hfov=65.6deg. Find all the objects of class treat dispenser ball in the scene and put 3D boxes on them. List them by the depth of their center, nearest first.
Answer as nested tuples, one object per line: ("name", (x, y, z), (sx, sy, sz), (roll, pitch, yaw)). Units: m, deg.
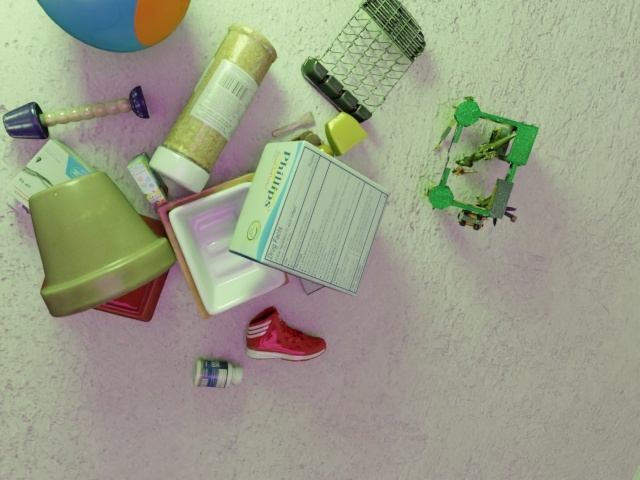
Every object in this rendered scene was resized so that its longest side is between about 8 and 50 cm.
("treat dispenser ball", (-0.376, -0.492, 0.893), (0.287, 0.288, 0.289), (-5, 107, -16))

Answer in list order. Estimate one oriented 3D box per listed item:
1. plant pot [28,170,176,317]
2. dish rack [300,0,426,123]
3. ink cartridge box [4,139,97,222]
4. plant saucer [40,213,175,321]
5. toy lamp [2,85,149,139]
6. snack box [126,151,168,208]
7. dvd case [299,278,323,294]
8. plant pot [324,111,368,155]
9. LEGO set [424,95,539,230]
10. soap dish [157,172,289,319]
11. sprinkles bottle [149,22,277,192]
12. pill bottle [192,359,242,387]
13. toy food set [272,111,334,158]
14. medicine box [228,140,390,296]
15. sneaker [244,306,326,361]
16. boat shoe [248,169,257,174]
("plant pot", (-0.456, -0.007, 0.995), (0.262, 0.263, 0.230), (-24, 102, -9))
("dish rack", (0.112, -0.438, 1.180), (0.208, 0.074, 0.272), (38, 91, -24))
("ink cartridge box", (-0.583, -0.114, 1.059), (0.104, 0.060, 0.180), (42, 91, -14))
("plant saucer", (-0.484, 0.055, 1.156), (0.258, 0.048, 0.259), (19, 99, -21))
("toy lamp", (-0.506, -0.266, 1.037), (0.274, 0.080, 0.080), (-16, 110, -15))
("snack box", (-0.373, -0.134, 1.081), (0.037, 0.141, 0.100), (-31, 113, -5))
("dvd case", (0.000, 0.000, 1.295), (0.180, 0.022, 0.253), (-25, 114, -8))
("plant pot", (0.054, -0.263, 1.210), (0.081, 0.081, 0.083), (-37, 101, -4))
("LEGO set", (0.421, -0.204, 1.318), (0.254, 0.192, 0.332), (9, 102, 11))
("soap dish", (-0.224, 0.011, 1.172), (0.228, 0.118, 0.291), (-23, 112, -17))
("sprinkles bottle", (-0.226, -0.280, 1.064), (0.121, 0.121, 0.356), (31, 85, -23))
("pill bottle", (-0.268, 0.350, 1.299), (0.120, 0.067, 0.067), (10, 103, -20))
("toy food set", (-0.032, -0.202, 1.221), (0.132, 0.038, 0.192), (-27, 112, -8))
("medicine box", (-0.017, -0.045, 1.125), (0.289, 0.149, 0.264), (24, 82, -37))
("sneaker", (-0.086, 0.245, 1.315), (0.221, 0.087, 0.128), (0, 107, -18))
("boat shoe", (-0.108, -0.146, 1.205), (0.136, 0.049, 0.043), (-1, 141, 2))
